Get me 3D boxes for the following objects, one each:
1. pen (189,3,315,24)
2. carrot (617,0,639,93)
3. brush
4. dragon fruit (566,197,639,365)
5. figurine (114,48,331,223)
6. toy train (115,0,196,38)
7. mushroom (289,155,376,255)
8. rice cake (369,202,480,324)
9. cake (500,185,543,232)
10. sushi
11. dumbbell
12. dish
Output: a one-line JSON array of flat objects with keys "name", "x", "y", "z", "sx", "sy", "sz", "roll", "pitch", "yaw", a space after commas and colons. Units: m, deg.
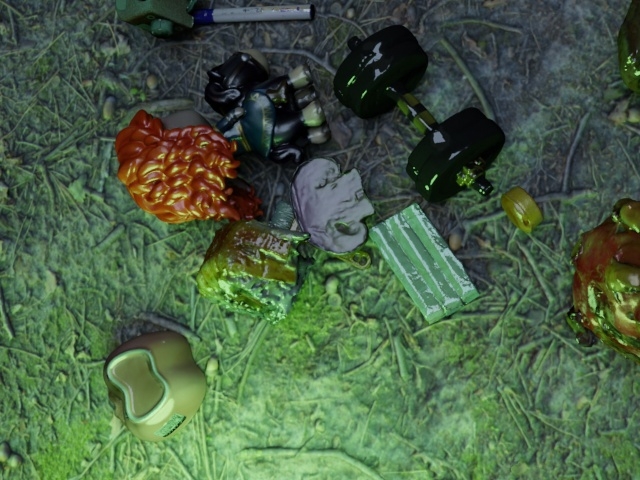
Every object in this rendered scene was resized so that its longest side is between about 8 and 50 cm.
[{"name": "pen", "x": -0.141, "y": -0.451, "z": 1.927, "sx": 0.269, "sy": 0.033, "sz": 0.033, "roll": 2, "pitch": 81, "yaw": 15}, {"name": "carrot", "x": 0.599, "y": -0.396, "z": 1.671, "sx": 0.138, "sy": 0.139, "sz": 0.302, "roll": 18, "pitch": 75, "yaw": 17}, {"name": "brush", "x": 0.000, "y": 0.000, "z": 1.819, "sx": 0.218, "sy": 0.010, "sz": 0.083, "roll": 23, "pitch": 86, "yaw": 17}, {"name": "dragon fruit", "x": 0.547, "y": 0.046, "z": 1.530, "sx": 0.296, "sy": 0.263, "sz": 0.314, "roll": 23, "pitch": 87, "yaw": 20}, {"name": "figurine", "x": -0.179, "y": -0.196, "z": 1.806, "sx": 0.306, "sy": 0.241, "sz": 0.412, "roll": 43, "pitch": 81, "yaw": 13}, {"name": "toy train", "x": -0.326, "y": -0.555, "z": 1.929, "sx": 0.159, "sy": 0.129, "sz": 0.327, "roll": -7, "pitch": 77, "yaw": 43}, {"name": "mushroom", "x": 0.020, "y": -0.059, "z": 1.762, "sx": 0.141, "sy": 0.117, "sz": 0.188, "roll": -23, "pitch": 85, "yaw": -5}, {"name": "rice cake", "x": 0.187, "y": 0.042, "z": 1.746, "sx": 0.124, "sy": 0.038, "sz": 0.211, "roll": -31, "pitch": 73, "yaw": 8}, {"name": "cake", "x": 0.354, "y": -0.054, "z": 1.696, "sx": 0.044, "sy": 0.084, "sz": 0.084, "roll": -35, "pitch": 73, "yaw": 0}, {"name": "sushi", "x": -0.115, "y": 0.056, "z": 1.716, "sx": 0.184, "sy": 0.274, "sz": 0.139, "roll": 27, "pitch": 72, "yaw": -11}, {"name": "dumbbell", "x": 0.173, "y": -0.226, "z": 1.723, "sx": 0.185, "sy": 0.185, "sz": 0.388, "roll": -41, "pitch": 72, "yaw": 5}, {"name": "dish", "x": -0.329, "y": 0.272, "z": 1.815, "sx": 0.213, "sy": 0.090, "sz": 0.213, "roll": -3, "pitch": 80, "yaw": 14}]
